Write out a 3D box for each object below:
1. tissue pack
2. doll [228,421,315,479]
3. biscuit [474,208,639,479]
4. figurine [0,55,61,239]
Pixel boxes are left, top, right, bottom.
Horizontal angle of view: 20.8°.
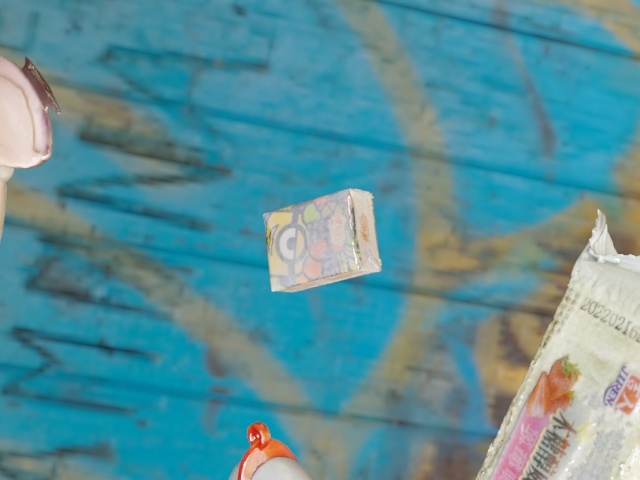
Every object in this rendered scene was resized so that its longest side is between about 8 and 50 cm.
[{"bbox_3d":[0.000,0.000,1.267,0.083,0.035,0.063,-17,74,37],"label":"tissue pack"},{"bbox_3d":[-0.024,0.257,1.407,0.142,0.076,0.245,14,125,52],"label":"doll"},{"bbox_3d":[0.199,0.152,1.256,0.186,0.079,0.309,35,102,48],"label":"biscuit"},{"bbox_3d":[-0.374,-0.053,1.163,0.253,0.361,0.211,42,117,32],"label":"figurine"}]
